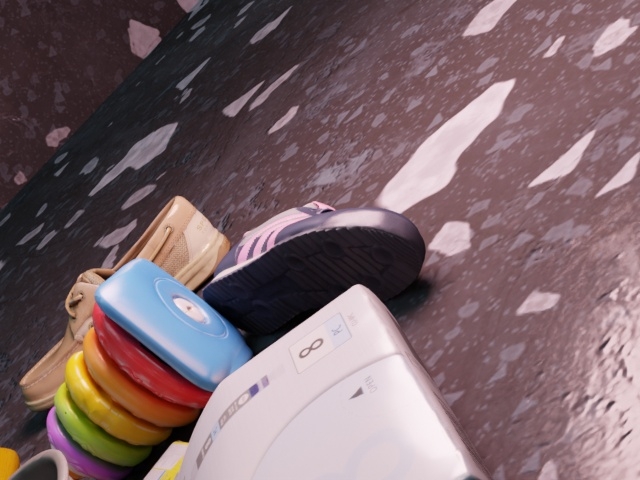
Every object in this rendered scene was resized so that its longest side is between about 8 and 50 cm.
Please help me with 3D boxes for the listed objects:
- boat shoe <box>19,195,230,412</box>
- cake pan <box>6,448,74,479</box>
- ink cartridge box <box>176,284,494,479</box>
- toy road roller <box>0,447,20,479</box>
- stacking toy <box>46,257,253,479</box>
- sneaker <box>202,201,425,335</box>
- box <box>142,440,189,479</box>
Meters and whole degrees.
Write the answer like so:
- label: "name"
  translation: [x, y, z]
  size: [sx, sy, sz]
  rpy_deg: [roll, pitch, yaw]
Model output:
- label: "boat shoe"
  translation: [-0.275, 0.082, 1.648]
  size: [0.341, 0.110, 0.121]
  rpy_deg: [-43, 19, 1]
- label: "cake pan"
  translation: [-0.274, 0.311, 1.035]
  size: [0.293, 0.054, 0.293]
  rpy_deg: [-46, 20, 23]
- label: "ink cartridge box"
  translation: [-0.071, 0.220, 0.891]
  size: [0.385, 0.091, 0.308]
  rpy_deg: [-35, 23, 2]
- label: "toy road roller"
  translation: [-0.460, 0.324, 1.364]
  size: [0.202, 0.240, 0.330]
  rpy_deg: [-99, 21, -67]
- label: "stacking toy"
  translation: [-0.221, 0.182, 1.303]
  size: [0.302, 0.165, 0.175]
  rpy_deg: [-51, 2, 11]
- label: "sneaker"
  translation: [0.000, 0.000, 1.268]
  size: [0.319, 0.112, 0.131]
  rpy_deg: [-17, 35, 51]
- label: "box"
  translation: [-0.109, 0.229, 1.105]
  size: [0.105, 0.043, 0.179]
  rpy_deg: [-51, 19, -24]
